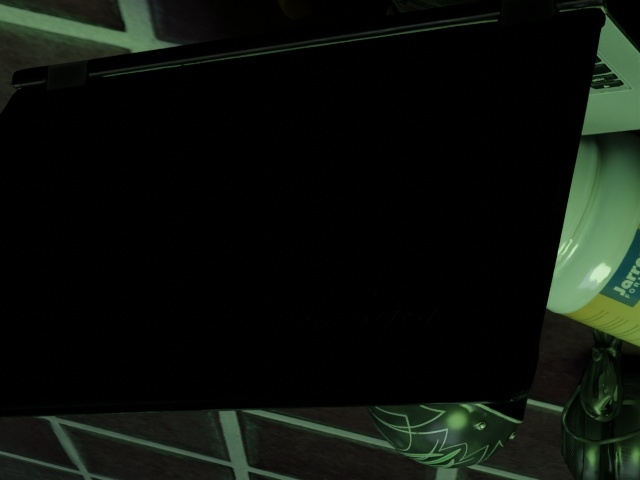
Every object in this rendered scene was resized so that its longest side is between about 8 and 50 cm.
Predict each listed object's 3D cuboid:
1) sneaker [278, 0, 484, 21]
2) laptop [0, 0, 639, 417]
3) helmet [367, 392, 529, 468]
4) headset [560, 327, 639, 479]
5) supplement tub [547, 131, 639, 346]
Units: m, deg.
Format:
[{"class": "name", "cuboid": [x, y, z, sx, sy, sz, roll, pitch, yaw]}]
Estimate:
[{"class": "sneaker", "cuboid": [0.076, -0.147, 0.957, 0.225, 0.092, 0.088, 16, 157, -1]}, {"class": "laptop", "cuboid": [0.000, 0.000, 0.903, 0.382, 0.236, 0.408, -4, 169, 25]}, {"class": "helmet", "cuboid": [0.123, 0.144, 1.492, 0.169, 0.161, 0.169, 13, 157, 6]}, {"class": "headset", "cuboid": [0.343, 0.161, 1.478, 0.243, 0.185, 0.394, -5, 164, 32]}, {"class": "supplement tub", "cuboid": [0.240, 0.004, 1.123, 0.200, 0.144, 0.144, 22, 156, -14]}]
